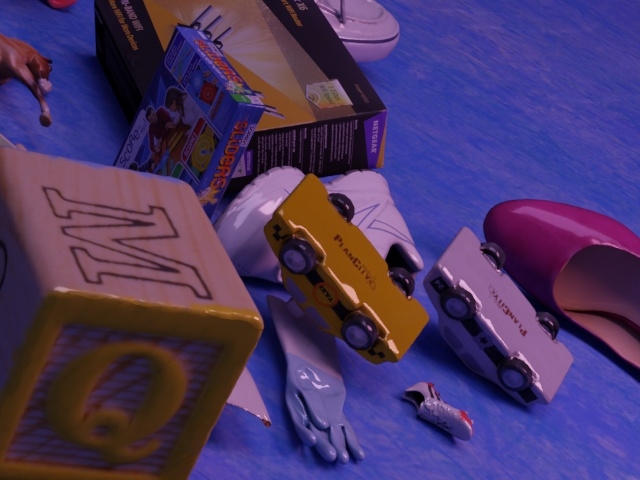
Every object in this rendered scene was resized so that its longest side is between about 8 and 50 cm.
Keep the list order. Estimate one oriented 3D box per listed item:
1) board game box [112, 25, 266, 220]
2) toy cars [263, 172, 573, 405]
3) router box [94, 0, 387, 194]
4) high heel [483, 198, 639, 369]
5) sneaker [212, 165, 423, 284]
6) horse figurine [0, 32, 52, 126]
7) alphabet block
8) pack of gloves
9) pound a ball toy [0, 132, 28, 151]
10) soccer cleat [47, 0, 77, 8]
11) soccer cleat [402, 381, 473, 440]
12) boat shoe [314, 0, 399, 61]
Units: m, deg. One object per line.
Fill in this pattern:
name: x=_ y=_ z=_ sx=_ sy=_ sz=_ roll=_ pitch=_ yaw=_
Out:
board game box: x=-0.136 y=-0.085 z=1.786 sx=0.035 sy=0.201 sz=0.136 roll=4 pitch=35 yaw=-40
toy cars: x=0.088 y=0.063 z=1.833 sx=0.394 sy=0.087 sz=0.176 roll=18 pitch=55 yaw=-38
router box: x=-0.094 y=-0.174 z=2.029 sx=0.243 sy=0.081 sz=0.309 roll=-11 pitch=40 yaw=-17
high heel: x=0.348 y=0.078 z=2.021 sx=0.377 sy=0.127 sz=0.181 roll=27 pitch=15 yaw=-9
sneaker: x=0.000 y=0.000 z=1.877 sx=0.297 sy=0.111 sz=0.129 roll=-9 pitch=53 yaw=-47
horse figurine: x=-0.379 y=-0.187 z=1.898 sx=0.263 sy=0.066 sz=0.174 roll=16 pitch=34 yaw=-27
alphabet block: x=-0.187 y=0.065 z=1.483 sx=0.193 sy=0.192 sz=0.197 roll=8 pitch=31 yaw=-30
pack of gloves: x=-0.058 y=0.118 z=1.694 sx=0.195 sy=0.046 sz=0.232 roll=31 pitch=22 yaw=-26
pound a ball toy: x=-0.333 y=-0.048 z=1.652 sx=0.319 sy=0.135 sz=0.208 roll=39 pitch=1 yaw=26
soccer cleat: x=-0.318 y=-0.401 z=2.104 sx=0.109 sy=0.318 sz=0.116 roll=-15 pitch=56 yaw=-9
soccer cleat: x=0.112 y=0.165 z=1.769 sx=0.036 sy=0.029 sz=0.083 roll=-10 pitch=41 yaw=-39
boat shoe: x=-0.047 y=-0.346 z=2.330 sx=0.367 sy=0.156 sz=0.136 roll=18 pitch=31 yaw=-18
